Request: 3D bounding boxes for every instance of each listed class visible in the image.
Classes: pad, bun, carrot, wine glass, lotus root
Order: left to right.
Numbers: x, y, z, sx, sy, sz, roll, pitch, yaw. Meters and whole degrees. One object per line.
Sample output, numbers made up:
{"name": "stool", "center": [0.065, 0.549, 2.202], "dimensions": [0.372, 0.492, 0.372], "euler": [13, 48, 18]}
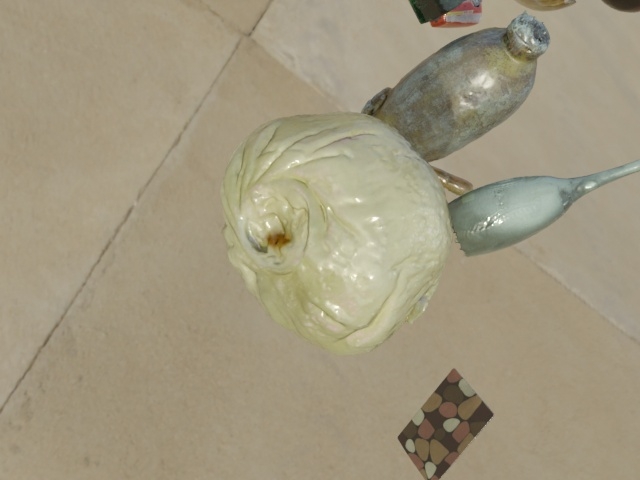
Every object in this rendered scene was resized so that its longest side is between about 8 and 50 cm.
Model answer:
{"name": "bun", "center": [0.000, 0.000, 0.639], "dimensions": [0.153, 0.244, 0.244], "euler": [-21, 77, -47]}
{"name": "carrot", "center": [0.296, -0.181, 1.794], "dimensions": [0.254, 0.049, 0.049], "euler": [27, 49, 1]}
{"name": "pad", "center": [0.284, 0.433, 1.563], "dimensions": [0.003, 0.235, 0.158], "euler": [23, 19, -40]}
{"name": "lotus root", "center": [0.223, -0.235, 1.096], "dimensions": [0.175, 0.349, 0.175], "euler": [27, 49, -37]}
{"name": "wine glass", "center": [0.295, -0.139, 0.885], "dimensions": [0.264, 0.309, 0.096], "euler": [65, 20, -14]}

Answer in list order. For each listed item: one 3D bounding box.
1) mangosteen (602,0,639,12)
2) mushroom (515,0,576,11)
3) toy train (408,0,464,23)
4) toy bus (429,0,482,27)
{"name": "mangosteen", "center": [0.742, -0.643, 1.616], "dimensions": [0.194, 0.194, 0.230], "euler": [37, 10, -11]}
{"name": "mushroom", "center": [0.468, -0.606, 1.450], "dimensions": [0.255, 0.184, 0.255], "euler": [47, 8, -9]}
{"name": "toy train", "center": [0.216, -0.640, 1.482], "dimensions": [0.330, 0.138, 0.178], "euler": [51, 27, -35]}
{"name": "toy bus", "center": [0.378, -0.632, 1.869], "dimensions": [0.174, 0.079, 0.077], "euler": [-13, 99, -35]}
